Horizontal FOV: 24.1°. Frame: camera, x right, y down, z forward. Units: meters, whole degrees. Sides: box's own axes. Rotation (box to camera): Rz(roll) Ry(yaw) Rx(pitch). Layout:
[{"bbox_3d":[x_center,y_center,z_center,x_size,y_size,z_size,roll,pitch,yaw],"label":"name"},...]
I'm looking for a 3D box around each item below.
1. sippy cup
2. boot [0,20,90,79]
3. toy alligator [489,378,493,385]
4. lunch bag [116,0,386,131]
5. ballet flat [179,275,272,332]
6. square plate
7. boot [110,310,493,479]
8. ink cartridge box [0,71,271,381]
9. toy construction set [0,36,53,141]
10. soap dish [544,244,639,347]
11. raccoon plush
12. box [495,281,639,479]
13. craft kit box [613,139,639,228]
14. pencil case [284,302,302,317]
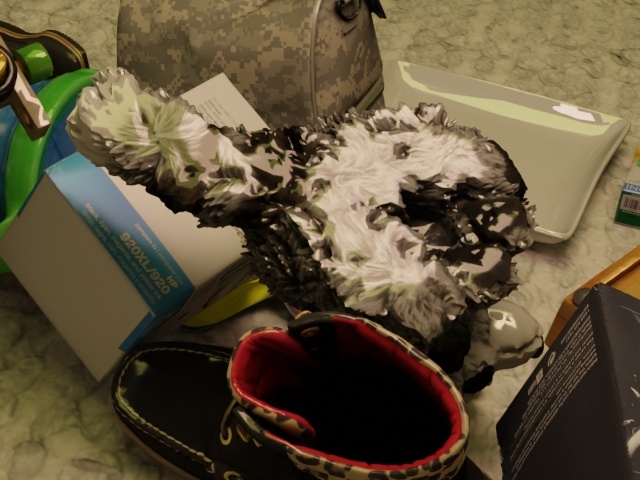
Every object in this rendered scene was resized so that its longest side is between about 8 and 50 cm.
[{"bbox_3d":[-0.337,-0.073,1.598,0.224,0.240,0.305,9,0,22],"label":"sippy cup"},{"bbox_3d":[-0.412,-0.222,1.956,0.198,0.076,0.137,13,34,35],"label":"boot"},{"bbox_3d":[0.119,0.113,1.536,0.051,0.056,0.189,-42,30,0],"label":"toy alligator"},{"bbox_3d":[-0.079,-0.189,1.723,0.305,0.256,0.212,9,36,27],"label":"lunch bag"},{"bbox_3d":[-0.068,0.026,1.606,0.077,0.077,0.231,29,38,34],"label":"ballet flat"},{"bbox_3d":[0.192,-0.114,1.910,0.344,0.049,0.347,17,33,16],"label":"square plate"},{"bbox_3d":[-0.028,0.141,1.229,0.377,0.284,0.138,24,72,18],"label":"boot"},{"bbox_3d":[-0.151,-0.015,1.429,0.233,0.171,0.168,-35,83,-37],"label":"ink cartridge box"},{"bbox_3d":[-0.381,-0.125,1.391,0.237,0.257,0.309,-35,62,-18],"label":"toy construction set"},{"bbox_3d":[0.391,0.104,1.467,0.229,0.118,0.291,-33,45,-12],"label":"soap dish"},{"bbox_3d":[0.000,0.000,1.344,0.446,0.299,0.216,32,65,6],"label":"raccoon plush"},{"bbox_3d":[0.329,0.242,1.149,0.343,0.179,0.312,24,31,-11],"label":"box"},{"bbox_3d":[0.516,-0.069,1.899,0.250,0.061,0.246,15,35,13],"label":"craft kit box"},{"bbox_3d":[0.072,0.002,1.631,0.124,0.113,0.273,51,45,5],"label":"pencil case"}]
